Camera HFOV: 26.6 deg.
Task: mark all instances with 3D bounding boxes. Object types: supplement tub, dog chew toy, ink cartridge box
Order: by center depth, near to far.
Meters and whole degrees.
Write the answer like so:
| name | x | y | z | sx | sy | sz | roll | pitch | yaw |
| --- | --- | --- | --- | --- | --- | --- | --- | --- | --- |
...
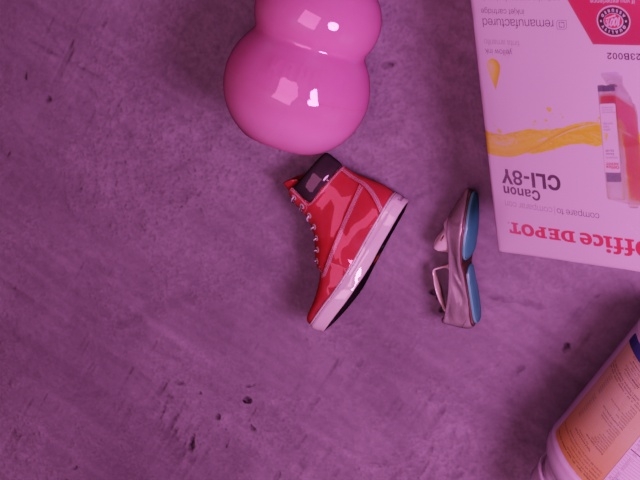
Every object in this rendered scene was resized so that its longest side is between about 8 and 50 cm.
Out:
| name | x | y | z | sx | sy | sz | roll | pitch | yaw |
| --- | --- | --- | --- | --- | --- | --- | --- | --- | --- |
| ink cartridge box | 0.356 | -0.167 | 1.702 | 0.279 | 0.160 | 0.384 | 10 | 116 | 43 |
| dog chew toy | -0.009 | -0.290 | 1.863 | 0.207 | 0.206 | 0.332 | 21 | 105 | 11 |
| supplement tub | 0.455 | 0.271 | 1.865 | 0.228 | 0.228 | 0.316 | 35 | 115 | 5 |

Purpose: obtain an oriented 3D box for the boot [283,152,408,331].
| name | x | y | z | sx | sy | sz | roll | pitch | yaw |
| --- | --- | --- | --- | --- | --- | --- | --- | --- | --- |
| boot | 0.000 | 0.000 | 2.014 | 0.176 | 0.088 | 0.244 | 30 | 106 | 8 |

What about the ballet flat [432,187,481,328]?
| name | x | y | z | sx | sy | sz | roll | pitch | yaw |
| --- | --- | --- | --- | --- | --- | --- | --- | --- | --- |
| ballet flat | 0.194 | 0.027 | 1.962 | 0.068 | 0.072 | 0.213 | 4 | 109 | 22 |
